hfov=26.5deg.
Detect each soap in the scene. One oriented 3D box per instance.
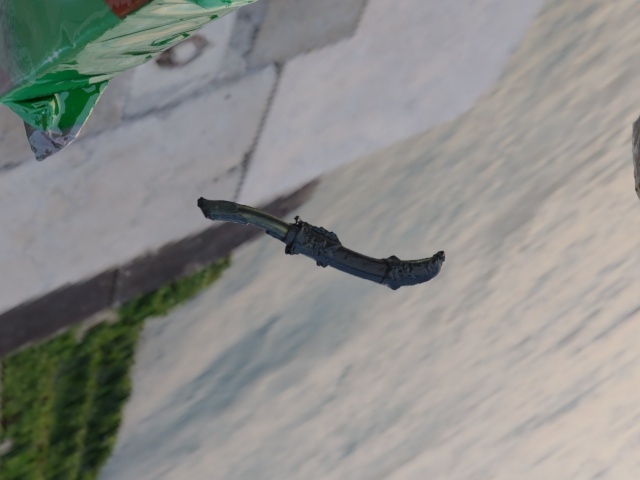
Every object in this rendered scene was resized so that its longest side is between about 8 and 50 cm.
[{"bbox_3d":[-0.116,-0.172,0.716,0.098,0.218,0.273,-21,-175,-30],"label":"soap"}]

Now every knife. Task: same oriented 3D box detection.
[{"bbox_3d":[-0.001,0.006,1.159,0.222,0.046,0.021,14,162,-9],"label":"knife"}]

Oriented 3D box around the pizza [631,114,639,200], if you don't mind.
[{"bbox_3d":[0.229,0.020,0.457,0.268,0.087,0.258,-1,-145,21],"label":"pizza"}]
